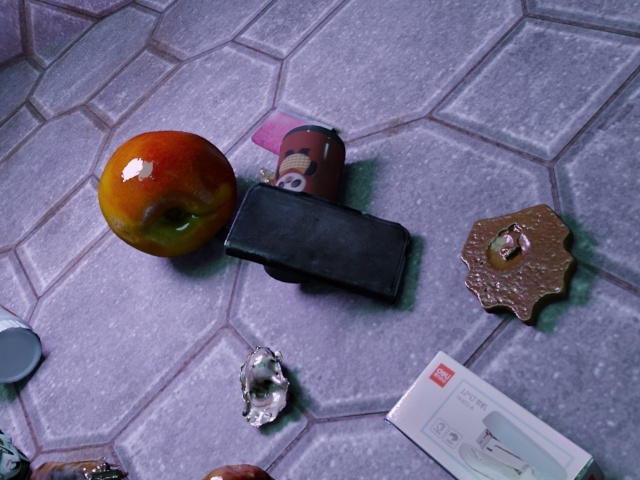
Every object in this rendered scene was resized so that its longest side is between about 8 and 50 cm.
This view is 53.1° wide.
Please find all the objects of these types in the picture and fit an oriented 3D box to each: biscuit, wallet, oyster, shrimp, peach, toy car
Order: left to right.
[{"bbox_3d":[-0.648,0.462,1.270,0.306,0.125,0.136,-2,59,56],"label":"toy car"},{"bbox_3d":[-0.482,0.494,1.203,0.296,0.058,0.169,-17,52,29],"label":"shrimp"},{"bbox_3d":[-0.350,-0.115,1.465,0.308,0.308,0.332,-40,28,-1],"label":"peach"},{"bbox_3d":[-0.097,0.245,1.142,0.108,0.053,0.165,-42,46,25],"label":"oyster"},{"bbox_3d":[-0.086,-0.108,1.452,0.122,0.045,0.146,-4,52,15],"label":"oyster"},{"bbox_3d":[-0.073,-0.257,1.571,0.119,0.025,0.232,-48,43,-10],"label":"wallet"},{"bbox_3d":[0.000,0.000,1.167,0.318,0.045,0.172,16,60,4],"label":"wallet"},{"bbox_3d":[0.319,0.044,1.032,0.182,0.034,0.215,-16,49,25],"label":"biscuit"}]

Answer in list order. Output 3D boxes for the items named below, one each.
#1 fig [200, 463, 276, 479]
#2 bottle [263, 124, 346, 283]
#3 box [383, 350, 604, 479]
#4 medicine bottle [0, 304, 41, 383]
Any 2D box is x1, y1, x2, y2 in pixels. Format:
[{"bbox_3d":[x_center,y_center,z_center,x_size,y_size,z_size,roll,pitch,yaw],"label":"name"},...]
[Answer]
[{"bbox_3d":[-0.161,0.442,0.975,0.257,0.159,0.159,-37,38,32],"label":"fig"},{"bbox_3d":[-0.035,-0.069,1.304,0.144,0.144,0.336,-11,52,28],"label":"bottle"},{"bbox_3d":[0.224,0.276,0.867,0.135,0.079,0.269,-47,43,-9],"label":"box"},{"bbox_3d":[-0.823,0.235,1.583,0.318,0.158,0.158,15,64,43],"label":"medicine bottle"}]
